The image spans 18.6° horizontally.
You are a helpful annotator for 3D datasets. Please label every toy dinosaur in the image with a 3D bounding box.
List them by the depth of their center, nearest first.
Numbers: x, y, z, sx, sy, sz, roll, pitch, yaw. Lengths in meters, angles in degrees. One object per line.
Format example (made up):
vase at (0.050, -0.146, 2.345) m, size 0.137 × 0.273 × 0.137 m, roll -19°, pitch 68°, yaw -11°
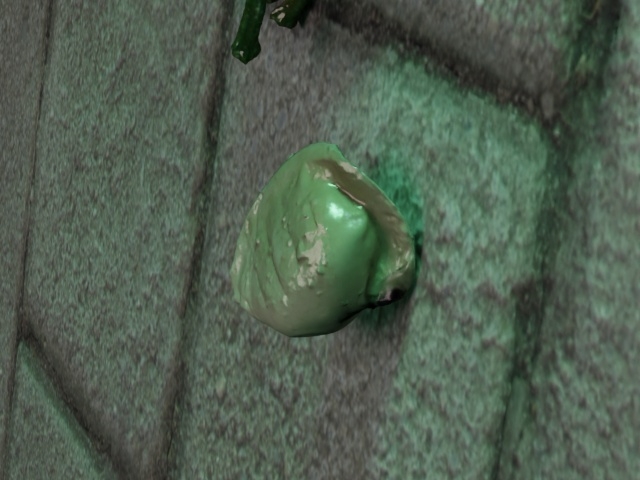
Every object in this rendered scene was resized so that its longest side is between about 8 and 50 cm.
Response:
toy dinosaur at (-0.017, -0.303, 1.605) m, size 0.447 × 0.087 × 0.301 m, roll 65°, pitch 147°, yaw 35°

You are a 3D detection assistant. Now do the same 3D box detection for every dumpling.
dumpling at (0.000, 0.000, 1.532) m, size 0.176 × 0.092 × 0.150 m, roll 172°, pitch 95°, yaw -66°
